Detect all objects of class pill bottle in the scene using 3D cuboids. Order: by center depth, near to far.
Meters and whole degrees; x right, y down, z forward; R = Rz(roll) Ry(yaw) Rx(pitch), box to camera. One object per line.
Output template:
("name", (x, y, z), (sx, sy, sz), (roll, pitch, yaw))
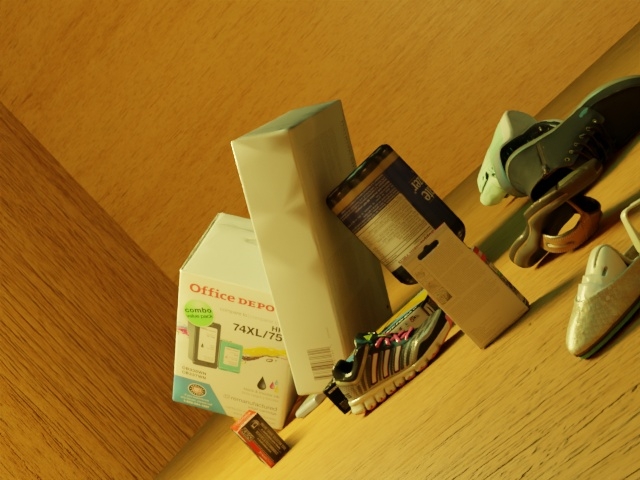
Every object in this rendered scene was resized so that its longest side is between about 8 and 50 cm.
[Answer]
("pill bottle", (0.121, -0.017, 1.576), (0.123, 0.219, 0.123), (-44, 1, 1))

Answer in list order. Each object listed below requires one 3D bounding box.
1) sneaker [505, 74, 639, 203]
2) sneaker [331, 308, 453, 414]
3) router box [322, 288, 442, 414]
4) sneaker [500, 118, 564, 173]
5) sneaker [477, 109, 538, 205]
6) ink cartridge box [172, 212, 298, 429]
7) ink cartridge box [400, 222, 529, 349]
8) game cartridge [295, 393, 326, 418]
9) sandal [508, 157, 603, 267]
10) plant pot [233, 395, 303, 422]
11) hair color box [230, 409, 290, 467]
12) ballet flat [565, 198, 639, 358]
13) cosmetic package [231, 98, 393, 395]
("sneaker", (0.346, -0.118, 1.431), (0.222, 0.083, 0.118), (-37, 20, 8))
("sneaker", (0.077, 0.126, 1.295), (0.170, 0.075, 0.063), (-43, 0, 25))
("router box", (0.092, 0.130, 1.444), (0.179, 0.046, 0.133), (-44, 0, 23))
("sneaker", (0.350, -0.143, 1.680), (0.097, 0.084, 0.235), (-19, 5, -16))
("sneaker", (0.318, -0.099, 1.897), (0.256, 0.094, 0.151), (-74, 1, -59))
("ink cartridge box", (-0.115, 0.129, 1.876), (0.197, 0.198, 0.270), (-62, -18, -56))
("ink cartridge box", (0.138, 0.041, 1.086), (0.063, 0.115, 0.029), (-44, 1, 17))
("game cartridge", (-0.004, 0.243, 1.777), (0.056, 0.017, 0.083), (-39, 3, 30))
("sandal", (0.245, -0.015, 1.148), (0.090, 0.060, 0.219), (-38, -16, -19))
("plant pot", (-0.117, 0.230, 2.109), (0.205, 0.188, 0.205), (-44, 0, 0))
("hair color box", (-0.089, 0.285, 1.646), (0.043, 0.072, 0.141), (-43, 0, -11))
("ballet flat", (0.218, 0.009, 0.794), (0.168, 0.052, 0.057), (-44, 0, -11))
("cosmetic package", (0.000, 0.000, 1.684), (0.098, 0.377, 0.284), (-10, 12, 20))
